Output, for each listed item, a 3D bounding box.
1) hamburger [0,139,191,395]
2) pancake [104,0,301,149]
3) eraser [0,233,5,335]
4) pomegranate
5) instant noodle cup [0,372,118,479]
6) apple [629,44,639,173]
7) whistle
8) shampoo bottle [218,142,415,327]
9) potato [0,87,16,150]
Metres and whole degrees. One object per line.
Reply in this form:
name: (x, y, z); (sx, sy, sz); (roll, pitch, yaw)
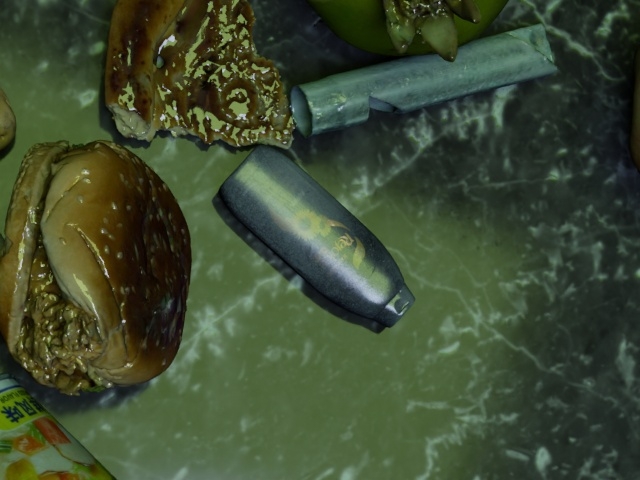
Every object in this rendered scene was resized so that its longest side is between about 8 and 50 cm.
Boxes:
hamburger: (-0.215, 0.025, 1.494); (0.146, 0.286, 0.243); (-6, 108, 18)
pancake: (-0.110, -0.200, 1.663); (0.244, 0.057, 0.266); (36, 73, -5)
eraser: (-0.457, 0.091, 1.457); (0.331, 0.331, 0.150); (-28, 88, -16)
pomegranate: (0.098, -0.295, 1.606); (0.260, 0.260, 0.341); (7, 40, -11)
instant noodle cup: (-0.267, 0.302, 1.443); (0.284, 0.284, 0.312); (-38, 81, -16)
apple: (0.454, -0.142, 1.683); (0.233, 0.257, 0.257); (0, 78, 18)
whistle: (0.117, -0.175, 1.693); (0.312, 0.062, 0.062); (-16, 83, -20)
shampoo bottle: (0.000, 0.000, 1.650); (0.233, 0.049, 0.087); (43, 80, -2)
potato: (-0.348, -0.131, 1.602); (0.068, 0.062, 0.083); (4, 48, -42)
